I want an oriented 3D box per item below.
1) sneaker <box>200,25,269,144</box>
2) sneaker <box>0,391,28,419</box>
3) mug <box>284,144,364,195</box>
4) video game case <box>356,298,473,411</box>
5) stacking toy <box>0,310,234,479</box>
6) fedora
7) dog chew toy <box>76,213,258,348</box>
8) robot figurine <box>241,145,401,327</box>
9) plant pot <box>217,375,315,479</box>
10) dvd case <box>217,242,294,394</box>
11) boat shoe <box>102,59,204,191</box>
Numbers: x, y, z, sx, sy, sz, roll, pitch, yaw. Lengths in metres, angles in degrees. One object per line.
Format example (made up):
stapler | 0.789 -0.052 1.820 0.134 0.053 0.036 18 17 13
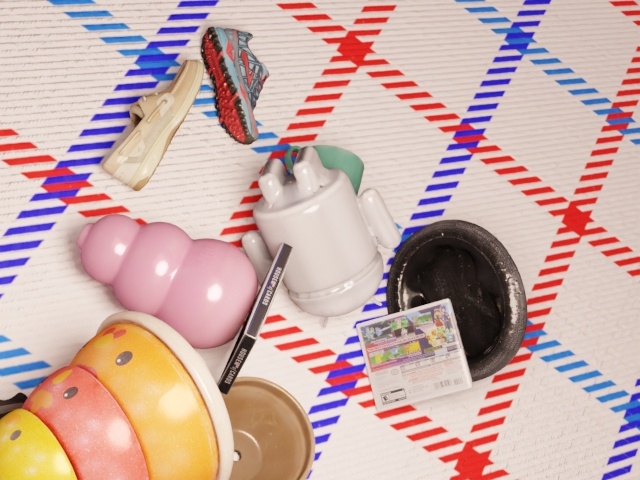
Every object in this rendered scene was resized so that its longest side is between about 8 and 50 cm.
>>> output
sneaker | -0.153 -0.324 2.099 0.125 0.104 0.262 -9 78 -30
sneaker | -0.604 0.304 1.677 0.283 0.107 0.124 9 57 -40
mug | 0.004 -0.125 2.099 0.157 0.129 0.097 10 68 10
video game case | 0.187 0.231 2.050 0.201 0.023 0.183 -17 78 17
stacking toy | -0.404 0.347 1.577 0.480 0.350 0.351 -26 86 -40
fedora | 0.298 0.125 2.115 0.152 0.334 0.334 6 67 -60
dog chew toy | -0.284 0.060 1.862 0.332 0.206 0.207 27 64 -7
robot figurine | 0.000 0.000 1.978 0.200 0.300 0.353 -71 141 -64
plant pot | -0.137 0.376 1.859 0.237 0.110 0.237 12 56 -19
dvd case | -0.118 0.140 1.851 0.029 0.179 0.239 25 44 -3
boat shoe | -0.322 -0.243 1.991 0.098 0.109 0.302 31 68 -15
